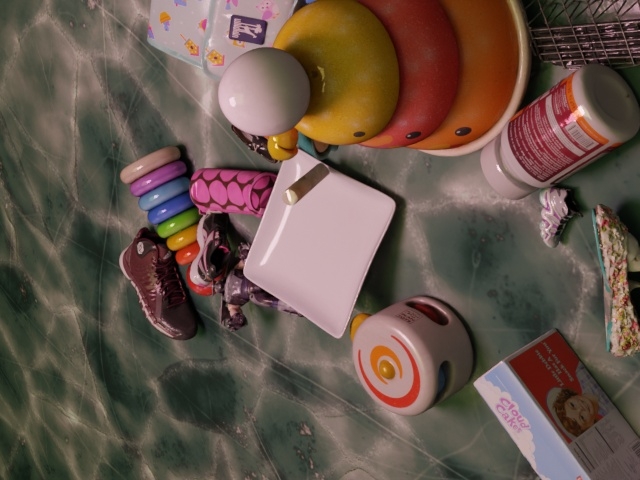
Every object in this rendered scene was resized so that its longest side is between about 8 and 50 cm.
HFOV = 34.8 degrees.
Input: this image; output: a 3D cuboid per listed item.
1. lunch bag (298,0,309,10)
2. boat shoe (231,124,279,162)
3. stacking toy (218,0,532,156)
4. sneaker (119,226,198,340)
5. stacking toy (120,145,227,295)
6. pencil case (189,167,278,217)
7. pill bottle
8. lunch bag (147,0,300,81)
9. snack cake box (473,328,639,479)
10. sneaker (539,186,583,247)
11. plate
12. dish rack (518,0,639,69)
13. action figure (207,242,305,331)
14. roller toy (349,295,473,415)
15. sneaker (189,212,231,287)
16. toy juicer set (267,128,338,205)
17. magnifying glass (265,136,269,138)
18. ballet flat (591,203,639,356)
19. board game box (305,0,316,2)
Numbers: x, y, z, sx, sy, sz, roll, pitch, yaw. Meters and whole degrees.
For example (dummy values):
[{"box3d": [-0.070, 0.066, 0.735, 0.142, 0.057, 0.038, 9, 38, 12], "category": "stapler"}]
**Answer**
[{"box3d": [-0.087, -0.471, 1.802, 0.176, 0.090, 0.219, 23, 124, 39], "category": "lunch bag"}, {"box3d": [-0.128, -0.194, 2.011, 0.125, 0.038, 0.046, 50, 143, 19], "category": "boat shoe"}, {"box3d": [0.039, -0.244, 1.469, 0.351, 0.480, 0.350, 23, 123, 40], "category": "stacking toy"}, {"box3d": [-0.360, 0.086, 2.346, 0.281, 0.106, 0.162, 50, 134, 20], "category": "sneaker"}, {"box3d": [-0.300, -0.033, 2.214, 0.141, 0.141, 0.330, -24, 94, 50], "category": "stacking toy"}, {"box3d": [-0.172, -0.095, 2.069, 0.209, 0.095, 0.098, 6, 80, 47], "category": "pencil case"}, {"box3d": [0.338, -0.149, 1.464, 0.221, 0.121, 0.121, -36, 80, 49], "category": "pill bottle"}, {"box3d": [-0.153, -0.396, 1.725, 0.262, 0.160, 0.223, 32, 129, 23], "category": "lunch bag"}, {"box3d": [0.381, 0.286, 1.593, 0.264, 0.152, 0.089, 55, 139, 14], "category": "snack cake box"}, {"box3d": [0.369, -0.033, 1.548, 0.069, 0.038, 0.098, 8, 113, 46], "category": "sneaker"}, {"box3d": [0.000, 0.000, 1.904, 0.278, 0.045, 0.277, 31, 107, 35], "category": "plate"}, {"box3d": [0.349, -0.355, 1.376, 0.208, 0.074, 0.271, 8, 137, 47], "category": "dish rack"}, {"box3d": [-0.130, 0.097, 2.093, 0.285, 0.099, 0.185, 1, 90, 38], "category": "action figure"}, {"box3d": [0.157, 0.203, 1.803, 0.191, 0.146, 0.209, -31, 83, 49], "category": "roller toy"}, {"box3d": [-0.214, 0.011, 2.132, 0.077, 0.072, 0.178, -21, 54, 43], "category": "sneaker"}, {"box3d": [-0.013, -0.178, 1.689, 0.090, 0.209, 0.329, 8, 133, 18], "category": "toy juicer set"}, {"box3d": [-0.043, -0.254, 1.908, 0.231, 0.026, 0.092, -34, 82, 47], "category": "magnifying glass"}, {"box3d": [0.446, 0.057, 1.490, 0.077, 0.091, 0.241, -6, 110, 17], "category": "ballet flat"}, {"box3d": [0.011, -0.497, 1.631, 0.047, 0.160, 0.210, 3, 111, 16], "category": "board game box"}]
